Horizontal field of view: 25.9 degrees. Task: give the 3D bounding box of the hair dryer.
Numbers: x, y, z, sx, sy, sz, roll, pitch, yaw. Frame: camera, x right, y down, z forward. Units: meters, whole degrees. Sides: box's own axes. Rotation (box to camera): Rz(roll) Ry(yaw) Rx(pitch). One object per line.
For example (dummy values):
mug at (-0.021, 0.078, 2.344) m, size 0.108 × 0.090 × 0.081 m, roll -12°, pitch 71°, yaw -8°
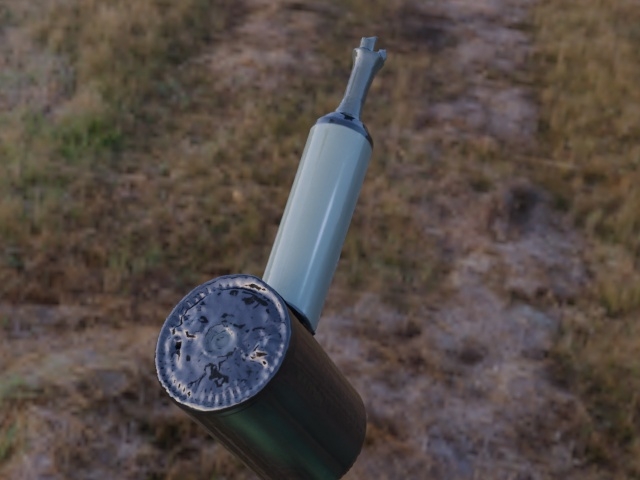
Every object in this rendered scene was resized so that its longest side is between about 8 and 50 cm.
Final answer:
hair dryer at (0.000, 0.000, 0.583) m, size 0.057 × 0.100 × 0.198 m, roll 7°, pitch 65°, yaw 26°
